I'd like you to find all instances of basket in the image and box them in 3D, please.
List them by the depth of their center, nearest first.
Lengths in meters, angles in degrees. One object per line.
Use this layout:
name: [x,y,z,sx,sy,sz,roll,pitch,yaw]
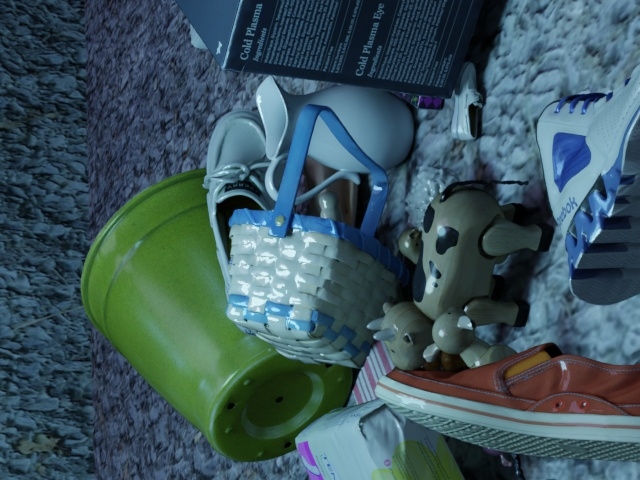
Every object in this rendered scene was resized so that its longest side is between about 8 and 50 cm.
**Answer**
basket: [0.000,0.000,1.721,0.201,0.255,0.289,12,74,30]

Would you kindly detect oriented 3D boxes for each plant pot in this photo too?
plant pot: [-0.130,0.137,2.066,0.353,0.366,0.366,52,134,41]

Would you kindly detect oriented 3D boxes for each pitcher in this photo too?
pitcher: [0.019,-0.131,1.868,0.125,0.207,0.178,169,103,-67]

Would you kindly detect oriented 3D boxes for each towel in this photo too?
towel: [0.099,0.198,1.861,0.144,0.029,0.197,-110,30,-45]

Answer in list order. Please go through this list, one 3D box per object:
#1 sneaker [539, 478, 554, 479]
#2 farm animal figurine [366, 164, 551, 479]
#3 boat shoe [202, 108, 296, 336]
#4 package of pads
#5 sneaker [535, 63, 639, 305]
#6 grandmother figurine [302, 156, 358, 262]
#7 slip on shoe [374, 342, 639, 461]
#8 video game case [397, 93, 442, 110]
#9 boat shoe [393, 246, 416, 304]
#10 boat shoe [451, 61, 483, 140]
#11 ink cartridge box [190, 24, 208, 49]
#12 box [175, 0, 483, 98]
sneaker: [0.217,0.300,1.502,0.038,0.069,0.098,-115,36,-50]
farm animal figurine: [0.155,0.083,1.553,0.330,0.172,0.327,-162,77,-67]
boat shoe: [-0.107,-0.058,1.907,0.156,0.136,0.367,78,-173,-60]
package of pads: [0.100,0.331,1.596,0.296,0.101,0.229,63,155,2]
sneaker: [0.291,-0.109,1.320,0.182,0.127,0.315,-113,33,-44]
grandmother figurine: [0.022,0.003,1.951,0.208,0.104,0.342,68,-168,-58]
slip on shoe: [0.211,0.153,1.342,0.331,0.123,0.101,0,68,29]
video game case: [0.130,-0.316,1.849,0.210,0.042,0.232,-135,53,-61]
boat shoe: [0.126,0.069,1.791,0.049,0.056,0.152,-27,49,34]
boat shoe: [0.189,-0.175,1.704,0.035,0.035,0.100,6,88,40]
ink cartridge box: [-0.050,-0.413,2.060,0.307,0.223,0.129,132,137,-56]
box: [-0.008,-0.343,1.726,0.343,0.312,0.179,-125,44,-53]
